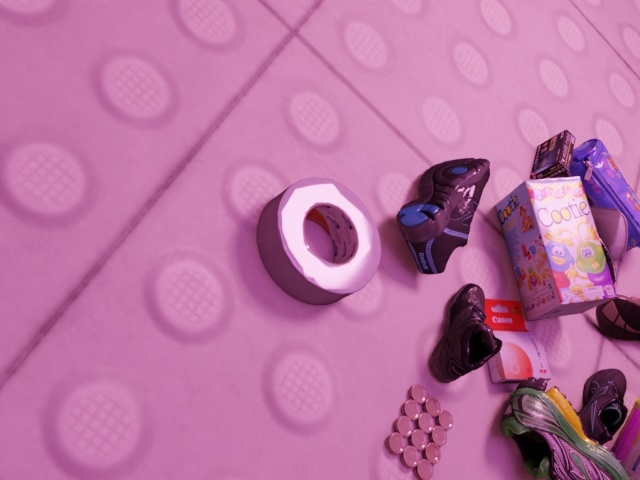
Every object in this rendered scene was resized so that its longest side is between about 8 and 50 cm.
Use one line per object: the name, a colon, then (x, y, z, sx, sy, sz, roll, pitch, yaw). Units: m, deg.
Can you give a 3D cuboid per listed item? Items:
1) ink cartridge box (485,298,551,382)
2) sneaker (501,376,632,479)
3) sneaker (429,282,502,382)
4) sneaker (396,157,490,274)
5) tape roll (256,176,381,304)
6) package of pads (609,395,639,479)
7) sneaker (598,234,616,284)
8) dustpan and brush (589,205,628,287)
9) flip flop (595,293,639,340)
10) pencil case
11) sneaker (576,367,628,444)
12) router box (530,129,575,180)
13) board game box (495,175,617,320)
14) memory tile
ink cartridge box: (0.400, 0.203, 1.522, 0.145, 0.045, 0.179, 7, 68, -35)
sneaker: (0.470, 0.440, 1.426, 0.343, 0.134, 0.146, 49, 58, 1)
sneaker: (0.297, 0.164, 1.408, 0.087, 0.130, 0.227, 45, 48, -14)
sneaker: (0.259, -0.062, 1.514, 0.341, 0.125, 0.139, -44, 125, -43)
tape roll: (0.000, 0.000, 1.298, 0.219, 0.072, 0.219, 16, 60, -31)
package of pads: (0.730, 0.398, 1.558, 0.297, 0.229, 0.101, -12, 36, -40)
sneaker: (0.628, -0.020, 1.758, 0.124, 0.107, 0.283, -31, 89, -47)
dustpan and brush: (0.696, 0.023, 1.795, 0.060, 0.147, 0.211, -2, 98, -19)
flip flop: (0.755, 0.180, 1.767, 0.277, 0.112, 0.080, 14, 36, -29)
pencil case: (0.728, -0.112, 1.857, 0.306, 0.119, 0.133, 54, 20, -4)
sneaker: (0.611, 0.359, 1.567, 0.101, 0.106, 0.267, 53, 48, -1)
router box: (0.568, -0.202, 1.800, 0.038, 0.092, 0.122, 37, 52, -18)
board game box: (0.504, 0.017, 1.595, 0.142, 0.144, 0.275, -6, 72, -17)
memory tile: (0.179, 0.341, 1.314, 0.113, 0.012, 0.148, 44, 50, -12)
